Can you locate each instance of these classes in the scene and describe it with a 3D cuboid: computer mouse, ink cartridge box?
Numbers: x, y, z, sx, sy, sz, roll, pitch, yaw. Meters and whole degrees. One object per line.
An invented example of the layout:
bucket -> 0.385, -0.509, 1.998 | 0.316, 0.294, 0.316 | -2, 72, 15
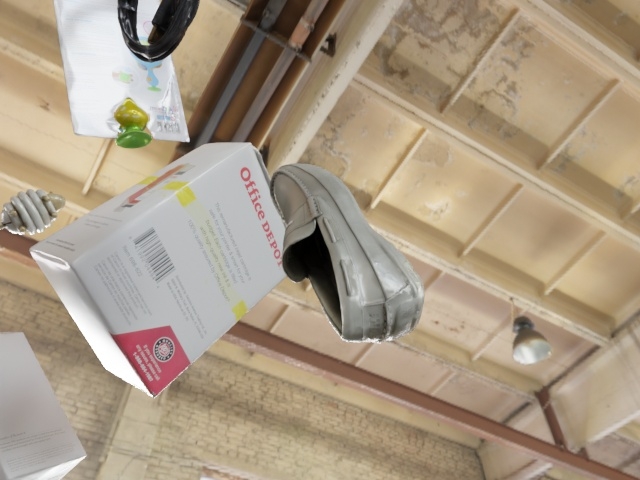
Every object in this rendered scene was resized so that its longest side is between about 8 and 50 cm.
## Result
computer mouse -> -0.057, -0.220, 0.352 | 0.071, 0.041, 0.242 | 31, -91, -3
ink cartridge box -> -0.248, 0.031, 0.987 | 0.161, 0.385, 0.279 | 10, -51, 42

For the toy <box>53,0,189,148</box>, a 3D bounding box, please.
toy -> -0.260, -0.221, 0.702 | 0.137, 0.237, 0.056 | -4, -23, -35

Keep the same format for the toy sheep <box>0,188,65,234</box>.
toy sheep -> -0.533, -0.050, 1.009 | 0.132, 0.091, 0.091 | -26, -43, -29

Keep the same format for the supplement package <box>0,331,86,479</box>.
supplement package -> -0.608, 0.336, 1.010 | 0.177, 0.293, 0.175 | -42, -19, 11

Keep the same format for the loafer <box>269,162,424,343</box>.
loafer -> 0.000, 0.000, 0.673 | 0.112, 0.319, 0.112 | -11, -53, -25
